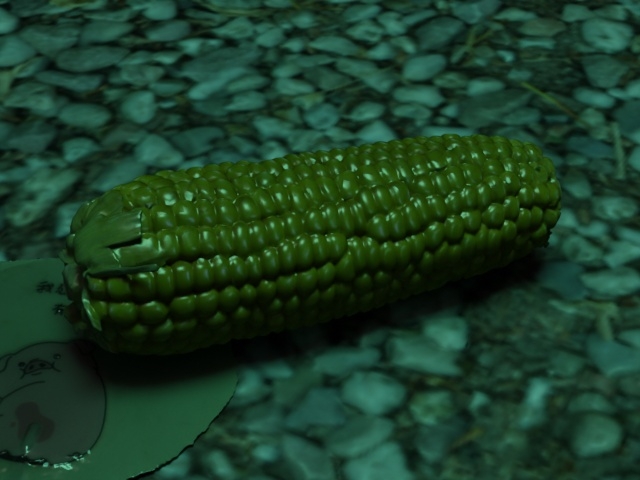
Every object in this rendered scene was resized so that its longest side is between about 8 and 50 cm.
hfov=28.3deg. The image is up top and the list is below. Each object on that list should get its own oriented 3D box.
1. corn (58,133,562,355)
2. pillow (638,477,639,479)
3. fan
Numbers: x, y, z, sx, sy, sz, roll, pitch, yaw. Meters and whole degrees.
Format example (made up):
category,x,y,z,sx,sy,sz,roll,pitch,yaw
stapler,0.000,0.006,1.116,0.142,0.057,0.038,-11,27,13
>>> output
category,x,y,z,sx,sy,sz,roll,pitch,yaw
corn,-0.002,-0.003,0.644,0.260,0.091,0.091,-9,40,-17
pillow,0.162,0.174,0.464,0.130,0.038,0.233,11,43,19
fan,-0.138,0.104,0.579,0.182,0.010,0.310,4,39,5
